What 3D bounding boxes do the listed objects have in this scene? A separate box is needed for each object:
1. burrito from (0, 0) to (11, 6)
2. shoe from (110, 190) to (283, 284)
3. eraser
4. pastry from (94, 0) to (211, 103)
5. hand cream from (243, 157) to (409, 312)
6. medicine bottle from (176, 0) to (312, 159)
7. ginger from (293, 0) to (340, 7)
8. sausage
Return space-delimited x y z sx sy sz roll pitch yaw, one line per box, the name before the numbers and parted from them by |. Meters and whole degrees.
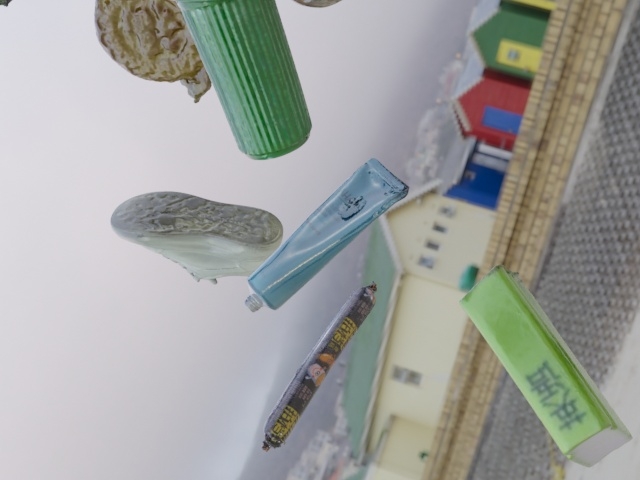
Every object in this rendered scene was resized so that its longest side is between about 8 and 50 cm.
burrito | -0.452 -0.363 1.370 0.074 0.118 0.044 13 -47 -47
shoe | -0.225 0.011 1.907 0.159 0.316 0.124 92 -172 -47
eraser | 0.317 0.178 1.451 0.092 0.274 0.210 -36 -27 11
pastry | -0.253 -0.388 1.734 0.240 0.235 0.132 -57 14 40
hand cream | 0.000 0.000 1.163 0.224 0.083 0.048 -44 -46 -1
medicine bottle | -0.073 -0.195 0.645 0.111 0.076 0.309 -102 -8 -64
ginger | -0.029 -0.472 1.264 0.256 0.375 0.176 -33 1 -41
sausage | 0.002 0.107 0.908 0.198 0.028 0.025 -53 4 -33
